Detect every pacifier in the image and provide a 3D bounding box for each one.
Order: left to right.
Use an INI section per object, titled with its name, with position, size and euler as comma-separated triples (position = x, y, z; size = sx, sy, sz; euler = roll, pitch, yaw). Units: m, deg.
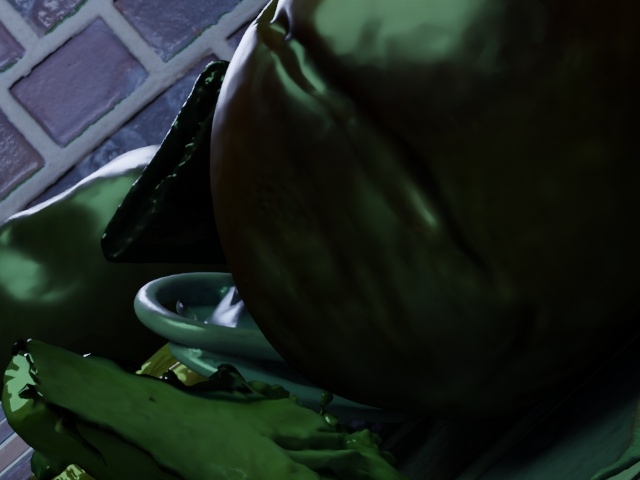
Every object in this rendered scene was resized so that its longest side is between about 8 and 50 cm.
[pacifier]
position = -0.039, 0.122, 1.458
size = 0.279, 0.227, 0.207
euler = -96, 17, -79

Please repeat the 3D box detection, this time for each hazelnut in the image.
[hazelnut]
position = 0.106, -0.054, 1.256
size = 0.372, 0.315, 0.372
euler = -31, 42, 33

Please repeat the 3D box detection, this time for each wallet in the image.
[wallet]
position = -0.036, -0.047, 1.478
size = 0.170, 0.044, 0.321
euler = -57, -24, 14

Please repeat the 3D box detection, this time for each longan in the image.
[longan]
position = -0.178, 0.057, 1.821
size = 0.350, 0.288, 0.288
euler = -39, 8, 31

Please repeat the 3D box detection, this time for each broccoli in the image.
[broccoli]
position = -0.080, 0.182, 1.081
size = 0.180, 0.273, 0.242
euler = -60, 17, 26

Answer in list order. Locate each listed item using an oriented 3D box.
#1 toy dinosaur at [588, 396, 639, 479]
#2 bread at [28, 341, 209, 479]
[toy dinosaur]
position = 0.215, 0.058, 1.045
size = 0.242, 0.053, 0.167
euler = -43, 9, -15
[bread]
position = -0.116, 0.162, 1.610
size = 0.288, 0.119, 0.152
euler = -42, 7, -20
